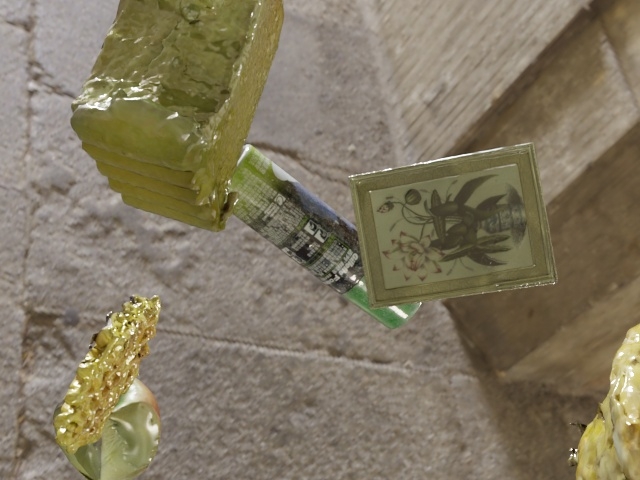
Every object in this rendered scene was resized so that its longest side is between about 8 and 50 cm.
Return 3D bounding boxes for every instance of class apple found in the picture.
[{"bbox_3d":[-0.416,0.367,1.942,0.207,0.188,0.173,-2,34,-4],"label":"apple"}]

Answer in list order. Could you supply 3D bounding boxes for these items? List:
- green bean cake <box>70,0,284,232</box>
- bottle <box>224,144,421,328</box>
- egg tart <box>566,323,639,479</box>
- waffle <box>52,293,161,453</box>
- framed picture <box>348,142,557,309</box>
[{"bbox_3d":[-0.116,-0.150,0.851,0.124,0.233,0.236,16,72,4],"label":"green bean cake"},{"bbox_3d":[0.000,0.000,1.389,0.330,0.093,0.093,38,42,-14],"label":"bottle"},{"bbox_3d":[0.209,0.142,0.527,0.213,0.090,0.212,26,42,-26],"label":"egg tart"},{"bbox_3d":[-0.361,0.222,1.691,0.060,0.312,0.307,25,78,3],"label":"waffle"},{"bbox_3d":[0.157,-0.014,1.196,0.010,0.231,0.173,-10,90,-78],"label":"framed picture"}]
